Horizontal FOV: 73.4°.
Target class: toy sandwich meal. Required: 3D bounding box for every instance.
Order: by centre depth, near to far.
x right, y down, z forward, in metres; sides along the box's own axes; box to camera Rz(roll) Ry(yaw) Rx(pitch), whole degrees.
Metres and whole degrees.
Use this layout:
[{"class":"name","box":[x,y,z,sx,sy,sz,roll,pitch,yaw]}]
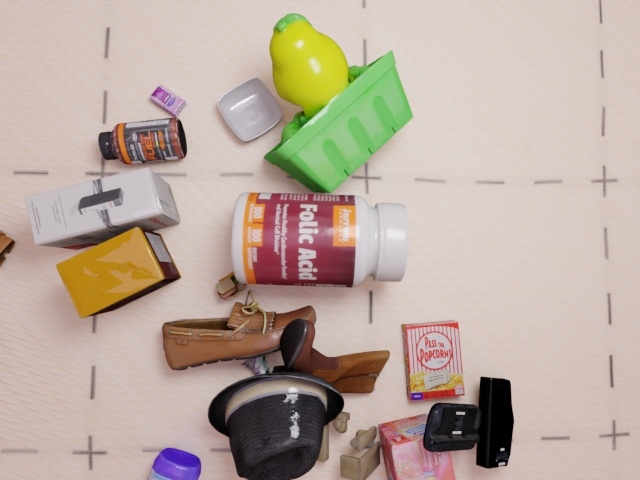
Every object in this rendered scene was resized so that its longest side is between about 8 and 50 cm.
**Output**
[{"class":"toy sandwich meal","box":[-0.228,0.111,1.098,0.085,0.029,0.086,-11,47,12]}]

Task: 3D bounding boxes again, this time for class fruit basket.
[{"class":"fruit basket","box":[-0.002,-0.343,1.040,0.391,0.283,0.393,-2,97,-15]}]

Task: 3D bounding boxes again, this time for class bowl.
[{"class":"bowl","box":[-0.185,-0.340,1.141,0.142,0.053,0.142,-34,89,-8]}]

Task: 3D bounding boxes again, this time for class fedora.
[{"class":"fedora","box":[-0.101,0.436,0.961,0.333,0.334,0.153,-2,41,-3]}]

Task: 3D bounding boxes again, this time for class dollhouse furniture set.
[{"class":"dollhouse furniture set","box":[0.063,0.514,1.117,0.151,0.123,0.144,-3,85,29]}]

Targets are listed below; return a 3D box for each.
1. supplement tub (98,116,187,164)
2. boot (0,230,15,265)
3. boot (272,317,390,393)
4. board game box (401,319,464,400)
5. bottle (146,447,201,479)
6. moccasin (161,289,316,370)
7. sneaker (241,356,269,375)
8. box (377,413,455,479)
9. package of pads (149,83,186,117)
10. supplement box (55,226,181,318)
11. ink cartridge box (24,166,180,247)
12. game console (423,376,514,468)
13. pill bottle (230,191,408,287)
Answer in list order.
[{"class":"supplement tub","box":[-0.446,-0.248,1.085,0.197,0.106,0.106,-8,87,-5]},{"class":"boot","box":[-0.862,0.043,1.044,0.152,0.073,0.197,29,86,-7]},{"class":"boot","box":[0.042,0.286,1.015,0.279,0.096,0.265,4,119,-19]},{"class":"board game box","box":[0.298,0.316,1.143,0.146,0.045,0.194,-4,86,-6]},{"class":"bottle","box":[-0.386,0.657,1.031,0.118,0.092,0.283,21,84,-5]},{"class":"moccasin","box":[-0.199,0.211,1.068,0.379,0.139,0.147,-10,96,3]},{"class":"sneaker","box":[-0.170,0.326,1.107,0.069,0.038,0.099,-4,99,14]},{"class":"box","box":[0.250,0.614,1.064,0.141,0.154,0.301,-10,88,-6]},{"class":"package of pads","box":[-0.401,-0.368,1.134,0.083,0.032,0.050,34,81,-2]},{"class":"supplement box","box":[-0.462,0.075,1.014,0.191,0.194,0.129,-27,89,-7]},{"class":"ink cartridge box","box":[-0.498,-0.069,1.020,0.272,0.197,0.114,-14,87,-6]},{"class":"game console","box":[0.370,0.436,1.041,0.361,0.043,0.214,19,73,-38]},{"class":"pill bottle","box":[0.000,0.000,1.031,0.391,0.224,0.225,1,86,1]}]
